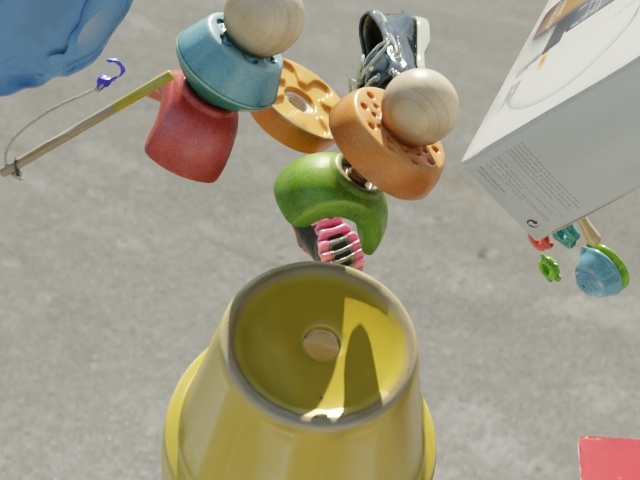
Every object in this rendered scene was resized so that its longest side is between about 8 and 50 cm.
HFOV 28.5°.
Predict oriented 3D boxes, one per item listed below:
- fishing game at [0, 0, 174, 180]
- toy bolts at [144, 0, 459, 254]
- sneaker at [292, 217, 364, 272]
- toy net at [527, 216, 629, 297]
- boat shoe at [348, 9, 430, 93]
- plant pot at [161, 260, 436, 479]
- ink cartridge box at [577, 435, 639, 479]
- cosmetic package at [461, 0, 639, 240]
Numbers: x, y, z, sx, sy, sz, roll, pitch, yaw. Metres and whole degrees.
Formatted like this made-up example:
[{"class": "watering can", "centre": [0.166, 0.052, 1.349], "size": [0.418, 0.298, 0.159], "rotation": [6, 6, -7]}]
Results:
[{"class": "fishing game", "centre": [-0.209, -0.181, 0.790], "size": [0.189, 0.264, 0.041], "rotation": [-33, 24, 9]}, {"class": "toy bolts", "centre": [-0.014, -0.130, 0.998], "size": [0.228, 0.158, 0.218], "rotation": [19, 38, -31]}, {"class": "sneaker", "centre": [0.000, 0.000, 1.147], "size": [0.047, 0.057, 0.119], "rotation": [-9, 62, -31]}, {"class": "toy net", "centre": [0.294, -0.030, 1.486], "size": [0.045, 0.232, 0.122], "rotation": [-35, 39, -21]}, {"class": "boat shoe", "centre": [0.071, -0.171, 1.328], "size": [0.079, 0.095, 0.254], "rotation": [14, 41, -7]}, {"class": "plant pot", "centre": [-0.012, 0.151, 1.105], "size": [0.254, 0.239, 0.254], "rotation": [4, 52, -5]}, {"class": "ink cartridge box", "centre": [0.338, 0.170, 0.958], "size": [0.272, 0.130, 0.309], "rotation": [-1, 18, 8]}, {"class": "cosmetic package", "centre": [0.288, -0.198, 0.944], "size": [0.097, 0.284, 0.377], "rotation": [45, 48, -15]}]
